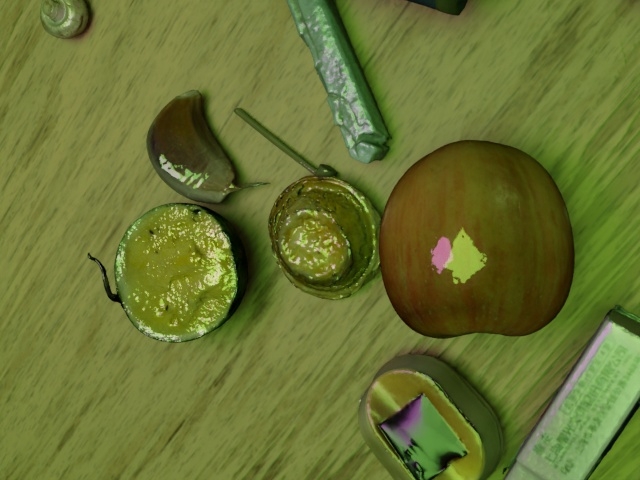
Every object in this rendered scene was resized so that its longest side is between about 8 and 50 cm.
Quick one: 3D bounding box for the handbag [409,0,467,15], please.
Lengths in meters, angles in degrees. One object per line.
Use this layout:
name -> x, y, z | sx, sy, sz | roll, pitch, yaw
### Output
handbag -> 0.101, -0.440, 0.926 | 0.241, 0.222, 0.263 | 20, 84, 16

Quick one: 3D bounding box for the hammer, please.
hammer -> -0.063, -0.135, 1.137 | 0.195, 0.028, 0.060 | 40, 114, 16

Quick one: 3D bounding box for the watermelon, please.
watermelon -> -0.207, 0.048, 1.150 | 0.232, 0.127, 0.204 | -32, 84, 19

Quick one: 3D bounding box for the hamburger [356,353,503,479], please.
hamburger -> 0.150, 0.263, 1.051 | 0.173, 0.116, 0.210 | -45, 75, 11

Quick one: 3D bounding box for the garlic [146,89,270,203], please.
garlic -> -0.184, -0.124, 1.150 | 0.128, 0.090, 0.198 | -39, 77, 7

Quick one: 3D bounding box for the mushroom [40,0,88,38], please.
mushroom -> -0.422, -0.372, 1.222 | 0.083, 0.067, 0.083 | 1, 91, 27

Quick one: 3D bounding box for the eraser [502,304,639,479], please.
eraser -> 0.335, 0.228, 0.964 | 0.086, 0.130, 0.287 | 32, 107, 17

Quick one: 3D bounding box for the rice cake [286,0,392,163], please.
rice cake -> 0.017, -0.267, 1.067 | 0.063, 0.066, 0.336 | -25, 85, 30

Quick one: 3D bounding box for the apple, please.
apple -> 0.192, 0.003, 0.954 | 0.242, 0.242, 0.241 | -4, 81, 21

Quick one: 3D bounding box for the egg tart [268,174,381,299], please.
egg tart -> 0.000, 0.000, 1.085 | 0.191, 0.074, 0.191 | 6, 107, 21
